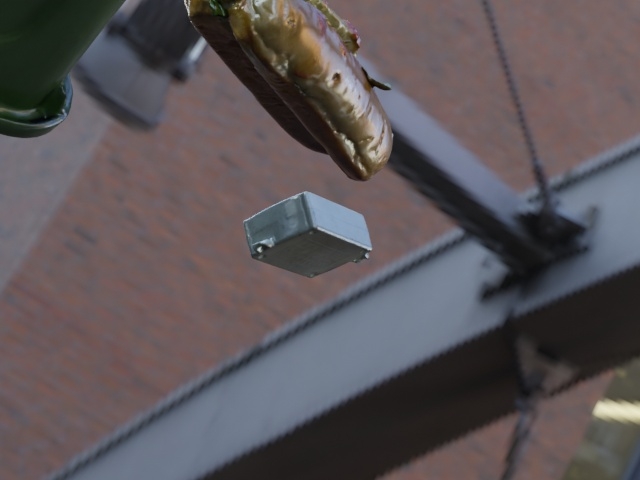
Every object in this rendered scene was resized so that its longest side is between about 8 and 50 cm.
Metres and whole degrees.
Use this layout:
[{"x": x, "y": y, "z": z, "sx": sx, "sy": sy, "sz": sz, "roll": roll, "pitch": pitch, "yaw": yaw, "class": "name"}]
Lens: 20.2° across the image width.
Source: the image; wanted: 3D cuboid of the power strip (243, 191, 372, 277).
[{"x": 0.000, "y": 0.000, "z": 1.675, "sx": 0.075, "sy": 0.042, "sz": 0.175, "roll": -25, "pitch": -23, "yaw": 24, "class": "power strip"}]

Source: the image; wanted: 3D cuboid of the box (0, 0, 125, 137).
[{"x": -0.236, "y": -0.221, "z": 0.925, "sx": 0.178, "sy": 0.252, "sz": 0.329, "roll": -39, "pitch": -36, "yaw": 29, "class": "box"}]

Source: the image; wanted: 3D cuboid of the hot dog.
[{"x": -0.012, "y": -0.123, "z": 1.239, "sx": 0.104, "sy": 0.076, "sz": 0.250, "roll": 34, "pitch": -9, "yaw": 34, "class": "hot dog"}]
